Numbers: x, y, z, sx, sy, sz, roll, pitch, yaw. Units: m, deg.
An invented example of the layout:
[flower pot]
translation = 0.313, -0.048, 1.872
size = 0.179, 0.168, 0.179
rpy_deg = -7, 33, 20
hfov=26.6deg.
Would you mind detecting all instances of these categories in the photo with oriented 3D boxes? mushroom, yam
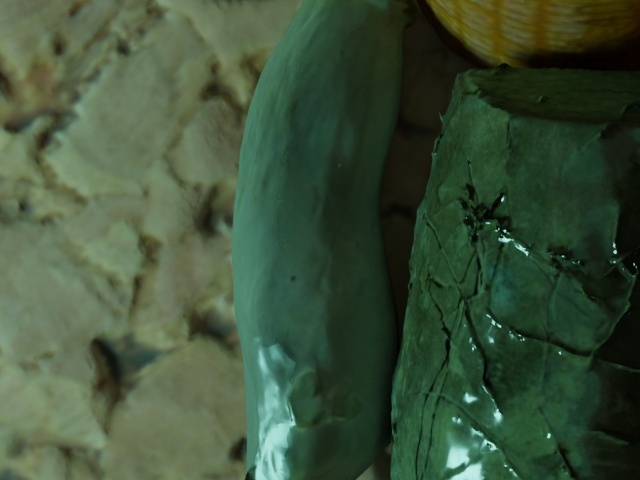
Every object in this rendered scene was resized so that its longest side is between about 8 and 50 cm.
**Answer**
[mushroom]
translation = -0.002, -0.001, 0.824
size = 0.109, 0.097, 0.351
rpy_deg = -1, 80, 26
[yam]
translation = 0.146, 0.042, 0.754
size = 0.203, 0.201, 0.271
rpy_deg = 7, 78, 8

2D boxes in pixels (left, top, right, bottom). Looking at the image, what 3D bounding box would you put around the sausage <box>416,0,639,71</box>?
[sausage]
translation = 0.142, -0.225, 0.730
size = 0.233, 0.287, 0.233
rpy_deg = -2, 79, 8
